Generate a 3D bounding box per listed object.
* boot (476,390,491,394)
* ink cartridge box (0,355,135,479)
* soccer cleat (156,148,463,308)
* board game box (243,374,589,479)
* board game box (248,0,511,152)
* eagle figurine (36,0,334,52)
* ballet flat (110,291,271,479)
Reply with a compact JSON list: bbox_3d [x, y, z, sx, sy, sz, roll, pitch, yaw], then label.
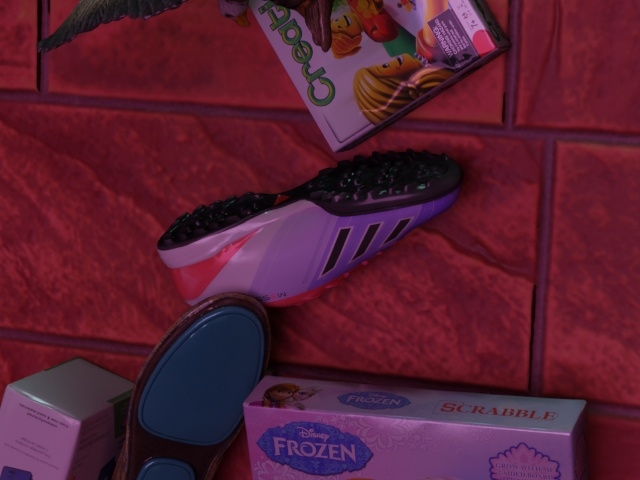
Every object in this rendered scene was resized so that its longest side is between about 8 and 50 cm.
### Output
[{"bbox_3d":[0.128,0.213,1.680,0.084,0.059,0.158,44,117,5],"label":"boot"},{"bbox_3d":[-0.275,0.243,1.783,0.093,0.154,0.212,24,104,15],"label":"ink cartridge box"},{"bbox_3d":[0.000,0.000,1.682,0.318,0.108,0.116,-16,111,21],"label":"soccer cleat"},{"bbox_3d":[0.098,0.292,1.654,0.318,0.066,0.318,2,113,21],"label":"board game box"},{"bbox_3d":[0.021,-0.262,1.651,0.193,0.053,0.305,-32,85,23],"label":"board game box"},{"bbox_3d":[-0.117,-0.262,1.580,0.298,0.226,0.225,14,124,15],"label":"eagle figurine"},{"bbox_3d":[-0.143,0.187,1.746,0.123,0.123,0.349,25,111,16],"label":"ballet flat"}]
